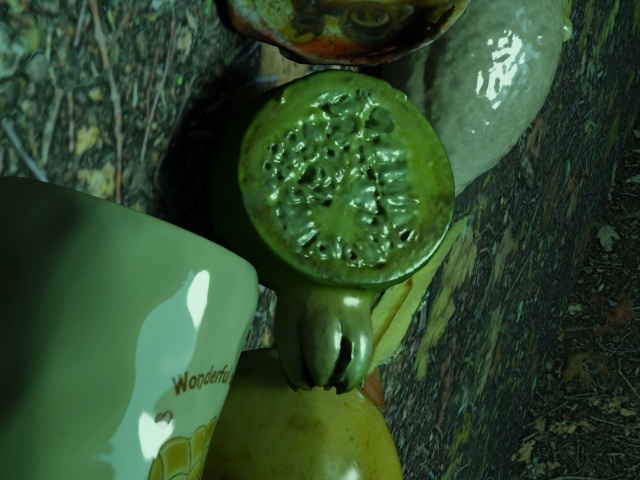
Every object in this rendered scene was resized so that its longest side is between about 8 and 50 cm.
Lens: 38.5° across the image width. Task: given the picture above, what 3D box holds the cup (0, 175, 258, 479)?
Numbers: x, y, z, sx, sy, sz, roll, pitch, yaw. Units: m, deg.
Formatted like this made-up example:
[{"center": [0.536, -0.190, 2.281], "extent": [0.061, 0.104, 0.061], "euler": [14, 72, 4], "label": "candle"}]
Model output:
[{"center": [-0.158, 0.087, 0.545], "extent": [0.173, 0.255, 0.202], "euler": [23, 79, -25], "label": "cup"}]

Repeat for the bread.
[{"center": [0.081, 0.078, 1.013], "extent": [0.240, 0.135, 0.178], "euler": [-31, 115, -60], "label": "bread"}]

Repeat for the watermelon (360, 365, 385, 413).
[{"center": [0.031, 0.182, 1.073], "extent": [0.125, 0.094, 0.135], "euler": [-64, 152, -2], "label": "watermelon"}]

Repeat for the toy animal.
[{"center": [0.170, -0.207, 1.015], "extent": [0.226, 0.188, 0.359], "euler": [0, 105, -61], "label": "toy animal"}]

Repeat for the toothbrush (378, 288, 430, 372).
[{"center": [0.094, 0.159, 1.285], "extent": [0.297, 0.030, 0.030], "euler": [-53, 176, -43], "label": "toothbrush"}]

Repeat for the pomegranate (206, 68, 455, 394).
[{"center": [0.010, -0.009, 0.754], "extent": [0.189, 0.241, 0.159], "euler": [-26, 175, -23], "label": "pomegranate"}]

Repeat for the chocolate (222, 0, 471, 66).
[{"center": [0.021, -0.244, 0.703], "extent": [0.147, 0.221, 0.221], "euler": [-87, 173, -48], "label": "chocolate"}]

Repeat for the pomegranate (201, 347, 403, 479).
[{"center": [-0.035, 0.210, 0.774], "extent": [0.233, 0.233, 0.233], "euler": [-47, 145, -48], "label": "pomegranate"}]
